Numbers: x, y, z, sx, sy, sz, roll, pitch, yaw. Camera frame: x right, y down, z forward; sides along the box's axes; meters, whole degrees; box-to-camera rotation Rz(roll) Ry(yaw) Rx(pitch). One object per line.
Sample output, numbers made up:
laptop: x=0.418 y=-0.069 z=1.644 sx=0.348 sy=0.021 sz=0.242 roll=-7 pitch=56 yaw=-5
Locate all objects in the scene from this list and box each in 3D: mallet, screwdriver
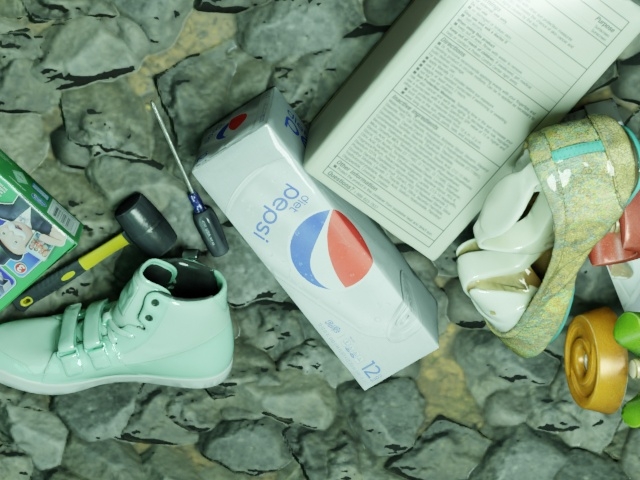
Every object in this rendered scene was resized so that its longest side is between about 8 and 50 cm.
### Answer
mallet: x=-0.223 y=0.027 z=1.854 sx=0.189 sy=0.039 sz=0.062 roll=-38 pitch=111 yaw=24
screwdriver: x=-0.132 y=-0.059 z=1.815 sx=0.025 sy=0.024 sz=0.170 roll=-13 pitch=111 yaw=41

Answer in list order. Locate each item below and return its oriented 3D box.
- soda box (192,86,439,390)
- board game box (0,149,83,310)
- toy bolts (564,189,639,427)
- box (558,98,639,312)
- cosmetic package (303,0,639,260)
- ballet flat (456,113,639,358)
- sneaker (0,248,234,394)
soda box: x=0.000 y=0.000 z=1.789 sx=0.091 sy=0.098 sz=0.286 roll=-31 pitch=110 yaw=17
board game box: x=-0.420 y=-0.046 z=1.821 sx=0.213 sy=0.046 sz=0.317 roll=-39 pitch=108 yaw=21
toy bolts: x=0.330 y=0.056 z=1.710 sx=0.158 sy=0.218 sz=0.229 roll=-1 pitch=83 yaw=-14
box: x=0.308 y=0.020 z=1.798 sx=0.063 sy=0.067 sz=0.324 roll=-20 pitch=113 yaw=12
cosmetic package: x=0.138 y=-0.152 z=1.697 sx=0.160 sy=0.113 sz=0.309 roll=36 pitch=112 yaw=-14
ballet flat: x=0.185 y=0.005 z=1.703 sx=0.123 sy=0.123 sz=0.348 roll=15 pitch=147 yaw=-4
sneaker: x=-0.211 y=0.070 z=1.823 sx=0.255 sy=0.094 sz=0.151 roll=-1 pitch=134 yaw=-6
